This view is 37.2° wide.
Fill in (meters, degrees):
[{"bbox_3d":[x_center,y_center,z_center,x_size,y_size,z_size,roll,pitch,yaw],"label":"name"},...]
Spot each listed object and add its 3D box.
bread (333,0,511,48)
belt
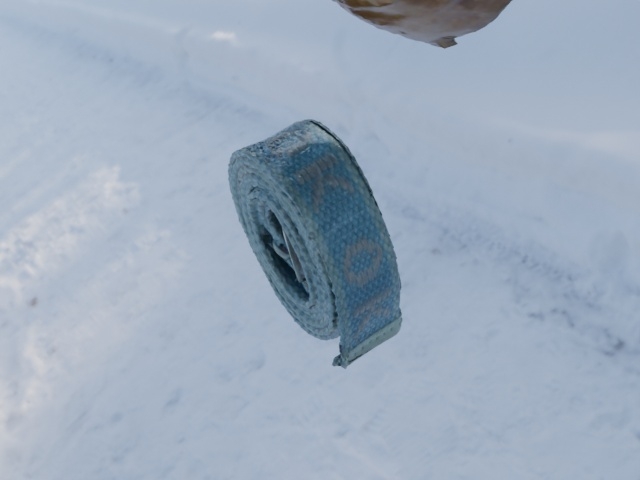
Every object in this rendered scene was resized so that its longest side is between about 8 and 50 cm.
[{"bbox_3d":[0.064,-0.256,0.446,0.340,0.179,0.194,-46,43,51],"label":"bread"},{"bbox_3d":[-0.003,-0.008,0.733,0.082,0.163,0.147,-27,43,-22],"label":"belt"}]
